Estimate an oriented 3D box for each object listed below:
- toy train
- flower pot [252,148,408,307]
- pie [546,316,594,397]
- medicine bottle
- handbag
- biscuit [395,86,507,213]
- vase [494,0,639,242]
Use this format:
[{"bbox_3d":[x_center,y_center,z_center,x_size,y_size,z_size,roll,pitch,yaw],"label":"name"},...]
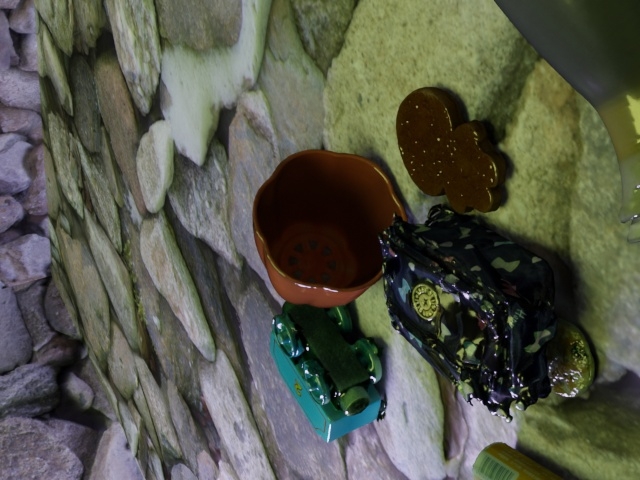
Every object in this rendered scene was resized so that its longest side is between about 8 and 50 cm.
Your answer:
[{"bbox_3d":[0.007,0.180,1.248,0.203,0.112,0.163,56,154,35],"label":"toy train"},{"bbox_3d":[0.000,0.000,1.106,0.173,0.190,0.191,116,132,-69],"label":"flower pot"},{"bbox_3d":[0.243,0.118,0.870,0.085,0.017,0.085,40,139,48],"label":"pie"},{"bbox_3d":[0.248,0.279,0.896,0.218,0.073,0.074,24,126,58],"label":"medicine bottle"},{"bbox_3d":[0.150,0.069,0.913,0.260,0.113,0.162,41,144,55],"label":"handbag"},{"bbox_3d":[0.139,-0.094,0.936,0.175,0.026,0.124,46,144,42],"label":"biscuit"},{"bbox_3d":[0.210,-0.166,0.626,0.173,0.173,0.321,-26,86,63],"label":"vase"}]
